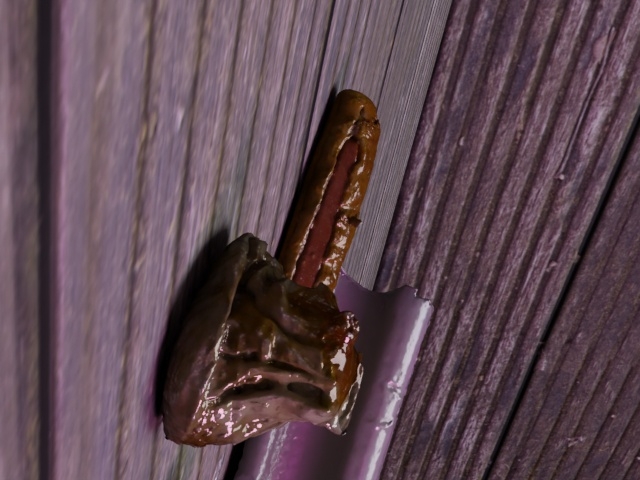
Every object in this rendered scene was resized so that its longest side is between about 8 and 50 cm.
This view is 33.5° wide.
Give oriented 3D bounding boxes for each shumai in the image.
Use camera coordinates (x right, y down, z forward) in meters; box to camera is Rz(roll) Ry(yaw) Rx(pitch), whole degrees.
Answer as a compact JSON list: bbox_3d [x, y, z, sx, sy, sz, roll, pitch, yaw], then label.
[{"bbox_3d":[-0.030,0.076,0.669,0.145,0.116,0.145,18,90,-86],"label":"shumai"}]

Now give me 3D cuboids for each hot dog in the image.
[{"bbox_3d":[-0.003,-0.001,0.980,0.088,0.061,0.285,155,-46,-83],"label":"hot dog"}]

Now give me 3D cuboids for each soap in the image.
[{"bbox_3d":[0.020,0.169,1.183,0.258,0.159,0.302,11,98,-80],"label":"soap"}]
